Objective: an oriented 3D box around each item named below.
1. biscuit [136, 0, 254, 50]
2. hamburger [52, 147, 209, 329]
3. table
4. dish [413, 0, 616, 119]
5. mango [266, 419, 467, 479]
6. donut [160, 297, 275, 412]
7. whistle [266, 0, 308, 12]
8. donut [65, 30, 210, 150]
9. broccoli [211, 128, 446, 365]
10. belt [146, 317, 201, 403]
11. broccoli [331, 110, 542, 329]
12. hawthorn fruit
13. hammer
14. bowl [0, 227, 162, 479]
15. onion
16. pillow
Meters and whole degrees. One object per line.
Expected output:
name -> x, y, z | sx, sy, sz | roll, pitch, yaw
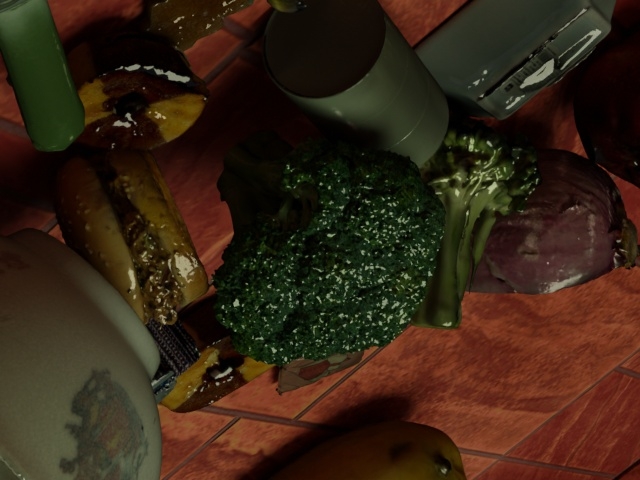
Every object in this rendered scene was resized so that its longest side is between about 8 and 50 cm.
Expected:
biscuit -> -0.121, -0.208, 1.483 | 0.130, 0.019, 0.119 | -44, 153, 21
hamburger -> -0.182, 0.000, 1.581 | 0.118, 0.191, 0.182 | -29, 160, -4
table -> 0.039, -0.156, 1.635 | 0.126, 0.126, 0.220 | -36, 155, 6
dish -> 0.225, -0.215, 1.801 | 0.243, 0.080, 0.182 | -39, 154, 15
mango -> 0.018, 0.432, 2.565 | 0.445, 0.220, 0.301 | -25, 161, 5
donut -> -0.126, 0.133, 2.017 | 0.184, 0.073, 0.166 | -38, 155, 12
whistle -> -0.066, -0.285, 1.369 | 0.326, 0.057, 0.068 | 48, 53, -64
donut -> -0.171, -0.134, 1.479 | 0.140, 0.059, 0.140 | -12, 151, -7
broccoli -> 0.000, 0.000, 1.629 | 0.269, 0.241, 0.261 | -28, 153, -52
belt -> -0.281, 0.185, 1.792 | 0.325, 0.122, 0.260 | -35, -178, -9
broccoli -> 0.124, -0.023, 1.818 | 0.247, 0.243, 0.263 | -9, 169, 31
hawthorn fruit -> 0.438, -0.164, 1.997 | 0.266, 0.230, 0.210 | -39, 138, -43
hammer -> -0.233, -0.176, 1.294 | 0.206, 0.119, 0.335 | -27, 154, -12
bowl -> -0.275, 0.116, 1.498 | 0.196, 0.435, 0.435 | -47, 159, -20
onion -> 0.213, -0.028, 2.051 | 0.349, 0.159, 0.267 | -4, -173, 22
pillow -> 0.002, 0.133, 2.196 | 0.135, 0.049, 0.248 | -25, 157, -15
